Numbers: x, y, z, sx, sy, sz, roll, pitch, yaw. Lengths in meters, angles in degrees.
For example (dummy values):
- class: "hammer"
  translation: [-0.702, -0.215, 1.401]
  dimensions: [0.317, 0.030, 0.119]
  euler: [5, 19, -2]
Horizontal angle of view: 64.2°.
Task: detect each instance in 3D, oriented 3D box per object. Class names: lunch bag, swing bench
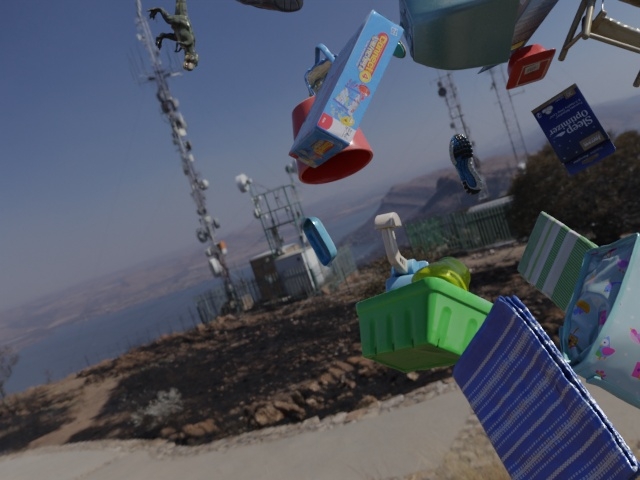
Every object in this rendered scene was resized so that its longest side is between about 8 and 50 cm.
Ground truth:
- class: "lunch bag"
  translation: [0.556, 0.160, 0.890]
  dimensions: [0.262, 0.223, 0.160]
  euler: [-62, 4, -20]
- class: "swing bench"
  translation: [0.840, -0.603, 1.407]
  dimensions: [0.253, 0.255, 0.165]
  euler: [18, -4, 1]

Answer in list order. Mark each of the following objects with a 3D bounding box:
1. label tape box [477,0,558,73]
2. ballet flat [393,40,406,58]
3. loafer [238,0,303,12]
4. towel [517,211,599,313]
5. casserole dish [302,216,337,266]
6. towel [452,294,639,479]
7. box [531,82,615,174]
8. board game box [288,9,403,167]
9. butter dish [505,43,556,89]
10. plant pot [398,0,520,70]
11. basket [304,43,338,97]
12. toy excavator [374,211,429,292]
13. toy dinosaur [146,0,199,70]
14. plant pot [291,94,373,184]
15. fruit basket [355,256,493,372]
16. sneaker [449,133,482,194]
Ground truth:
- class: "label tape box"
  translation: [0.701, -0.795, 1.848]
  dimensions: [0.249, 0.115, 0.348]
  euler: [-30, -14, -28]
- class: "ballet flat"
  translation: [0.302, -0.857, 2.201]
  dimensions: [0.067, 0.206, 0.073]
  euler: [-29, -24, -44]
- class: "loafer"
  translation: [-0.214, -0.980, 2.048]
  dimensions: [0.302, 0.109, 0.095]
  euler: [-9, 23, -34]
- class: "towel"
  translation: [0.790, 0.079, 1.687]
  dimensions: [0.038, 0.248, 0.325]
  euler: [6, 24, -17]
- class: "casserole dish"
  translation: [0.000, 0.000, 1.707]
  dimensions: [0.037, 0.188, 0.114]
  euler: [-24, -12, -22]
- class: "towel"
  translation: [0.345, 0.287, 0.858]
  dimensions: [0.040, 0.243, 0.336]
  euler: [2, 39, -23]
- class: "box"
  translation: [0.718, -0.315, 1.453]
  dimensions: [0.136, 0.225, 0.036]
  euler: [-33, -20, 31]
- class: "board game box"
  translation: [0.050, -0.351, 1.253]
  dimensions: [0.308, 0.086, 0.302]
  euler: [-65, 13, -7]
- class: "butter dish"
  translation: [0.743, -0.650, 1.854]
  dimensions: [0.160, 0.118, 0.160]
  euler: [-17, -24, -2]
- class: "plant pot"
  translation: [0.340, -0.599, 1.332]
  dimensions: [0.252, 0.248, 0.247]
  euler: [-15, -26, 5]
- class: "basket"
  translation: [0.062, -0.616, 2.027]
  dimensions: [0.201, 0.255, 0.289]
  euler: [-37, -5, -12]
- class: "toy excavator"
  translation: [0.369, 0.143, 2.227]
  dimensions: [0.222, 0.433, 0.445]
  euler: [-10, -26, 26]
- class: "toy dinosaur"
  translation: [-0.401, -0.589, 1.396]
  dimensions: [0.118, 0.268, 0.064]
  euler: [-7, 5, 5]
- class: "plant pot"
  translation: [0.022, -0.364, 1.810]
  dimensions: [0.274, 0.243, 0.275]
  euler: [-16, -14, -4]
- class: "fruit basket"
  translation: [0.309, 0.179, 1.488]
  dimensions: [0.282, 0.392, 0.392]
  euler: [25, -15, -23]
- class: "sneaker"
  translation: [0.436, -0.236, 1.568]
  dimensions: [0.071, 0.191, 0.083]
  euler: [-18, 17, 10]
